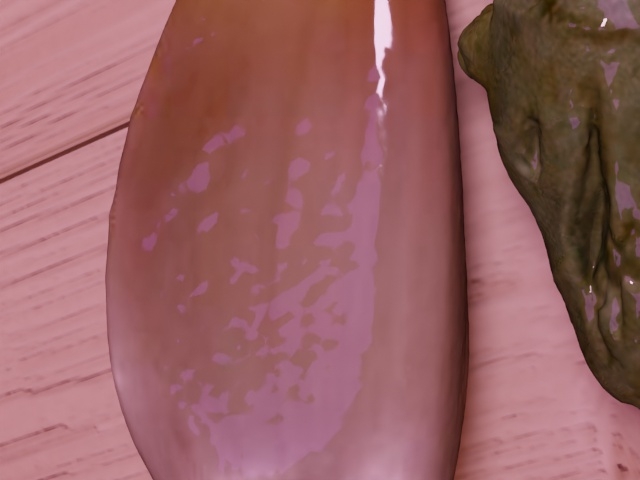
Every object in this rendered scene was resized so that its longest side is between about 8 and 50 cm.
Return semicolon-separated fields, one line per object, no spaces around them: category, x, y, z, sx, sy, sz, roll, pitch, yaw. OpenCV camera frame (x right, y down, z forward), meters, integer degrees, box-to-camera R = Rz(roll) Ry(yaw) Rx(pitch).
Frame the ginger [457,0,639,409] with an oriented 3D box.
ginger;0.147;-0.002;0.711;0.137;0.089;0.290;-35;83;52

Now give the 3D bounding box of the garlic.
garlic;-0.009;0.001;0.782;0.143;0.112;0.318;5;103;21
